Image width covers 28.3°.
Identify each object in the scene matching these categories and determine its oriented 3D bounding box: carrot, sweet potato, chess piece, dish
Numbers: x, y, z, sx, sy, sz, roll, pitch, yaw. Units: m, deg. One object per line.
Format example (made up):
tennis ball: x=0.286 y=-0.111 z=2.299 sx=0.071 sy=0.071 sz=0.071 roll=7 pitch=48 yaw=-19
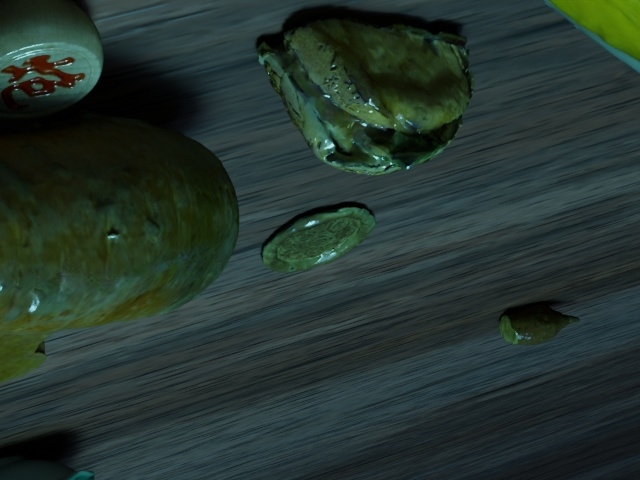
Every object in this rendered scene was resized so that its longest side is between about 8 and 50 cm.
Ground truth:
carrot: x=-0.165 y=-0.004 z=0.747 sx=0.138 sy=0.139 sz=0.302 roll=-38 pitch=169 yaw=35
sweet potato: x=0.274 y=0.104 z=1.568 sx=0.117 sy=0.049 sz=0.049 roll=-5 pitch=153 yaw=-27
chess piece: x=-0.164 y=-0.103 z=0.716 sx=0.083 sy=0.038 sz=0.084 roll=-19 pitch=156 yaw=-9
dish: x=-0.340 y=0.292 z=1.373 sx=0.224 sy=0.078 sz=0.246 roll=-39 pitch=162 yaw=7

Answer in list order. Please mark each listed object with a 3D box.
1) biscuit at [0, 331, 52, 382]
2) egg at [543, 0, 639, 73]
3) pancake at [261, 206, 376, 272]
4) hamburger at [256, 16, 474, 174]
biscuit: x=-0.336 y=0.112 z=1.038 sx=0.288 sy=0.044 sz=0.202 roll=-38 pitch=153 yaw=31
egg: x=0.231 y=-0.184 z=0.609 sx=0.201 sy=0.337 sz=0.337 roll=-55 pitch=153 yaw=2
pancake: x=0.000 y=-0.001 z=1.130 sx=0.115 sy=0.011 sz=0.115 roll=-20 pitch=159 yaw=-8
hamburger: x=0.037 y=-0.084 z=0.862 sx=0.176 sy=0.102 sz=0.087 roll=1 pitch=161 yaw=-44
